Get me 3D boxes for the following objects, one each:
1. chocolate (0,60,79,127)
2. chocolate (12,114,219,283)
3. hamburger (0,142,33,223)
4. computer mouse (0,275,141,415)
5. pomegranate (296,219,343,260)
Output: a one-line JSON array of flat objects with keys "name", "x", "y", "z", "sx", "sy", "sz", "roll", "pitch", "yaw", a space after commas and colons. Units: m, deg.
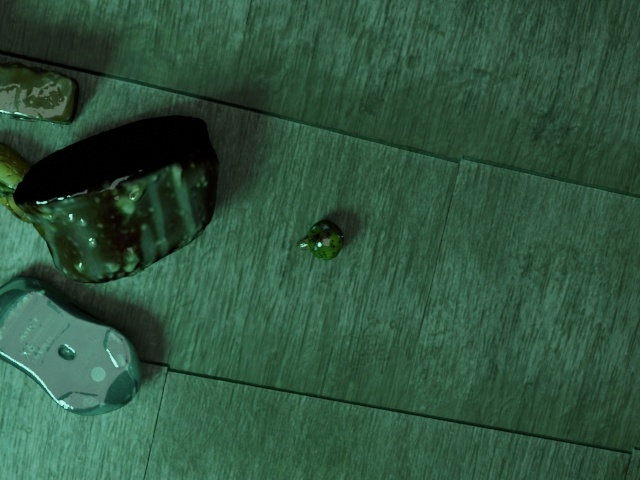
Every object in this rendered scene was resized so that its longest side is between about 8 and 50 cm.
[{"name": "chocolate", "x": -0.510, "y": -0.248, "z": 1.559, "sx": 0.214, "sy": 0.148, "sz": 0.093, "roll": 11, "pitch": 91, "yaw": -13}, {"name": "chocolate", "x": -0.322, "y": -0.054, "z": 1.578, "sx": 0.340, "sy": 0.225, "sz": 0.210, "roll": -27, "pitch": 120, "yaw": -24}, {"name": "hamburger", "x": -0.523, "y": -0.105, "z": 1.600, "sx": 0.087, "sy": 0.102, "sz": 0.176, "roll": -44, "pitch": 103, "yaw": -14}, {"name": "computer mouse", "x": -0.480, "y": 0.162, "z": 1.655, "sx": 0.379, "sy": 0.090, "sz": 0.167, "roll": 39, "pitch": 85, "yaw": -6}, {"name": "pomegranate", "x": 0.000, "y": -0.003, "z": 1.722, "sx": 0.084, "sy": 0.073, "sz": 0.073, "roll": 14, "pitch": 96, "yaw": 4}]
